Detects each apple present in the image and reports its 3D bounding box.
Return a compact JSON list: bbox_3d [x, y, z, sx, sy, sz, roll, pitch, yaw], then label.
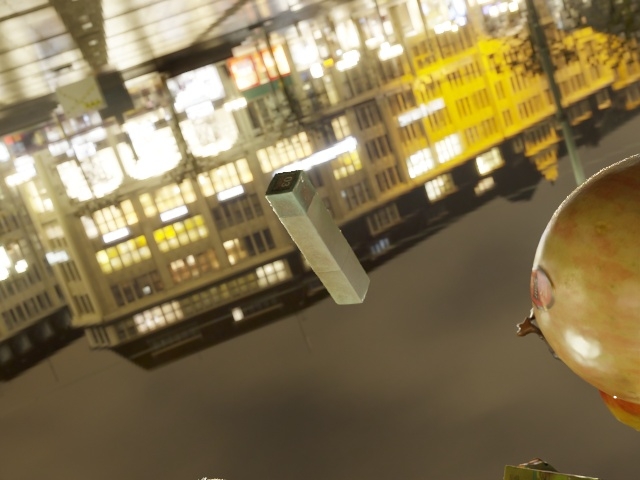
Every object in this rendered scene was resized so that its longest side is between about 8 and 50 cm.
[{"bbox_3d":[0.524,0.059,1.297,0.392,0.391,0.346,-24,-142,-21],"label":"apple"}]

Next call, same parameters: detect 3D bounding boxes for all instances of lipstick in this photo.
[{"bbox_3d":[0.000,0.000,1.987,0.076,0.371,0.079,-7,-136,30],"label":"lipstick"}]

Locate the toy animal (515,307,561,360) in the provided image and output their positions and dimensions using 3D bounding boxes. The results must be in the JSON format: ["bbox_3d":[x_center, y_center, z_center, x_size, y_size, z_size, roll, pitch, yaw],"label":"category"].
[{"bbox_3d":[0.618,0.241,2.249,0.122,0.185,0.298,-58,-166,-13],"label":"toy animal"}]

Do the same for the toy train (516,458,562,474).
[{"bbox_3d":[0.429,0.492,1.648,0.072,0.099,0.188,-3,-147,-46],"label":"toy train"}]

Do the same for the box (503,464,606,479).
[{"bbox_3d":[0.322,0.384,1.213,0.030,0.121,0.193,16,165,-25],"label":"box"}]

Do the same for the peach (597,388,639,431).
[{"bbox_3d":[0.787,0.243,1.893,0.388,0.388,0.388,-18,-168,4],"label":"peach"}]

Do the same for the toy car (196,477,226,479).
[{"bbox_3d":[-0.170,0.492,1.323,0.201,0.247,0.142,-22,172,3],"label":"toy car"}]
